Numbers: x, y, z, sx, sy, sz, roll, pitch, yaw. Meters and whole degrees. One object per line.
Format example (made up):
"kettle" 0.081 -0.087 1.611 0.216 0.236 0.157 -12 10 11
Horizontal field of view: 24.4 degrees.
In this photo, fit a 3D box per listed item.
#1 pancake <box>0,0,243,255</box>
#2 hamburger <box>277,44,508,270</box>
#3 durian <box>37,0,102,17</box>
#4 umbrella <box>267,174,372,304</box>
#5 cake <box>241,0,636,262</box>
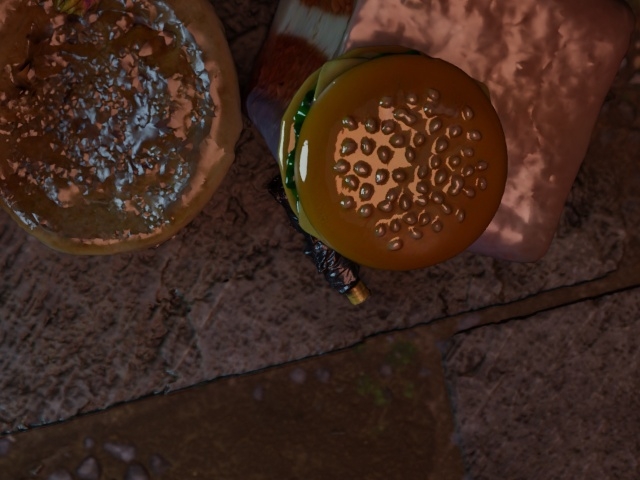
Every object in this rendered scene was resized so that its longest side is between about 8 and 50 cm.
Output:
"pancake" -0.195 -0.124 1.292 0.283 0.049 0.282 0 98 3
"hamburger" 0.051 -0.055 1.006 0.162 0.115 0.162 -2 102 -11
"durian" -0.165 -0.313 1.212 0.186 0.154 0.260 32 77 21
"umbrella" 0.000 0.000 1.376 0.040 0.037 0.144 -36 106 -9
"cake" 0.081 -0.143 1.206 0.230 0.309 0.237 21 100 -18
